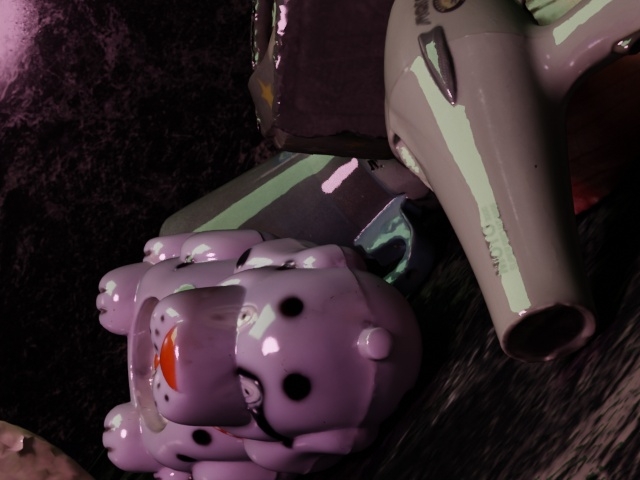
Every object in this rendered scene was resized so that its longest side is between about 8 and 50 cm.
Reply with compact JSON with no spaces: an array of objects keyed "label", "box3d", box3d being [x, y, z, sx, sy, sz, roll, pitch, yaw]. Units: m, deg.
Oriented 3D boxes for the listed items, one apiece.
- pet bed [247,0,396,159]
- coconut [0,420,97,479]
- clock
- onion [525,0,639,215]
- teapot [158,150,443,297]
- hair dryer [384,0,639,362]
[{"label":"pet bed","box3d":[0.059,-0.147,1.180,0.159,0.210,0.183,121,152,-76]},{"label":"coconut","box3d":[-0.174,0.207,0.676,0.297,0.297,0.309,-54,0,-12]},{"label":"clock","box3d":[-0.030,0.074,1.075,0.189,0.189,0.254,-54,13,-16]},{"label":"onion","box3d":[0.130,-0.108,1.005,0.283,0.120,0.227,-49,11,52]},{"label":"teapot","box3d":[0.000,0.000,1.326,0.225,0.171,0.203,-44,39,18]},{"label":"hair dryer","box3d":[0.142,-0.060,0.789,0.267,0.092,0.229,-15,52,31]}]
